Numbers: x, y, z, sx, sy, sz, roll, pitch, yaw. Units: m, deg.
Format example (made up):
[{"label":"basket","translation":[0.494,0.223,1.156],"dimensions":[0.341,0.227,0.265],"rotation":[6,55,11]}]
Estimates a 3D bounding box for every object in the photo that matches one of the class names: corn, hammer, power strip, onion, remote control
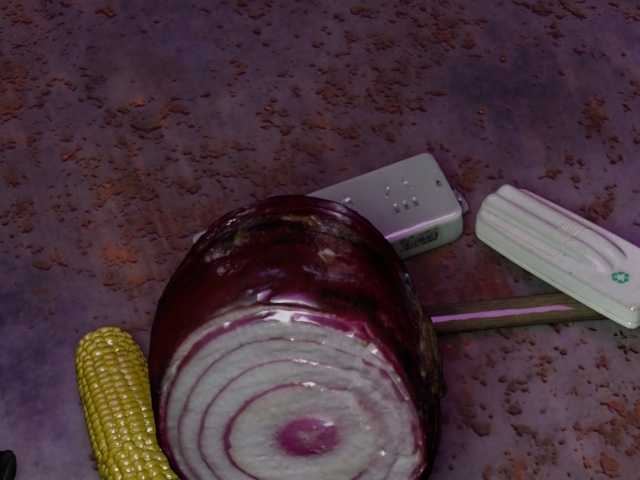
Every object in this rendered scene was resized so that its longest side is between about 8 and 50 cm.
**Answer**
[{"label":"corn","translation":[-0.188,0.203,1.948],"dimensions":[0.091,0.091,0.260],"rotation":[-27,55,3]},{"label":"hammer","translation":[0.214,0.076,2.026],"dimensions":[0.365,0.043,0.111],"rotation":[-6,56,-1]},{"label":"power strip","translation":[0.000,0.000,2.080],"dimensions":[0.338,0.058,0.098],"rotation":[-20,59,-8]},{"label":"onion","translation":[-0.024,0.113,1.873],"dimensions":[0.282,0.336,0.260],"rotation":[-19,31,13]},{"label":"remote control","translation":[0.268,0.010,2.031],"dimensions":[0.230,0.049,0.090],"rotation":[32,49,33]}]

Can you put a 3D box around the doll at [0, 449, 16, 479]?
[{"label":"doll","translation":[-0.441,0.233,1.932],"dimensions":[0.257,0.117,0.182],"rotation":[15,65,11]}]
